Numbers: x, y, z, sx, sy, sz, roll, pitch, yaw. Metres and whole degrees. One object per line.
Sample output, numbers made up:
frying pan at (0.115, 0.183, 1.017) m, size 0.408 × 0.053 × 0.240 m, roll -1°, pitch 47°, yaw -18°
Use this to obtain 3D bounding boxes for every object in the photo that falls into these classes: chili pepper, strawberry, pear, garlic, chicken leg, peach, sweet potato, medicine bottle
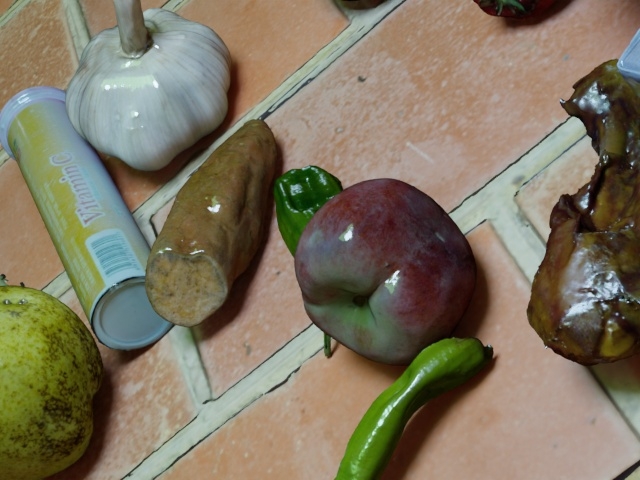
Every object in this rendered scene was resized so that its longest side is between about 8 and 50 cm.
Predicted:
chili pepper at (0.058, 0.151, 0.999) m, size 0.050 × 0.052 × 0.202 m, roll 31°, pitch 81°, yaw 37°
strawberry at (0.186, -0.260, 1.200) m, size 0.106 × 0.106 × 0.106 m, roll -24°, pitch 44°, yaw 26°
pear at (-0.302, 0.143, 1.240) m, size 0.197 × 0.197 × 0.197 m, roll -24°, pitch 44°, yaw 26°
chili pepper at (0.003, 0.000, 1.173) m, size 0.072 × 0.073 × 0.204 m, roll -24°, pitch 44°, yaw 6°
garlic at (-0.205, -0.199, 1.394) m, size 0.199 × 0.226 × 0.199 m, roll -6°, pitch 55°, yaw 8°
chicken leg at (0.229, -0.027, 0.980) m, size 0.113 × 0.093 × 0.304 m, roll -2°, pitch 47°, yaw 21°
peach at (0.058, 0.017, 1.054) m, size 0.152 × 0.152 × 0.152 m, roll -24°, pitch 44°, yaw 26°
sweet potato at (-0.098, -0.028, 1.268) m, size 0.097 × 0.097 × 0.252 m, roll -8°, pitch 45°, yaw 39°
medicine bottle at (-0.269, -0.034, 1.420) m, size 0.108 × 0.108 × 0.426 m, roll -43°, pitch 40°, yaw 6°

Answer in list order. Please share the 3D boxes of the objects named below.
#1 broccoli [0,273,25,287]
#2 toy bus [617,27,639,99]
broccoli at (-0.471, 0.150, 1.451) m, size 0.242 × 0.273 × 0.180 m, roll 35°, pitch 129°, yaw 42°
toy bus at (0.363, -0.088, 0.855) m, size 0.109 × 0.136 × 0.329 m, roll -50°, pitch 38°, yaw -8°
